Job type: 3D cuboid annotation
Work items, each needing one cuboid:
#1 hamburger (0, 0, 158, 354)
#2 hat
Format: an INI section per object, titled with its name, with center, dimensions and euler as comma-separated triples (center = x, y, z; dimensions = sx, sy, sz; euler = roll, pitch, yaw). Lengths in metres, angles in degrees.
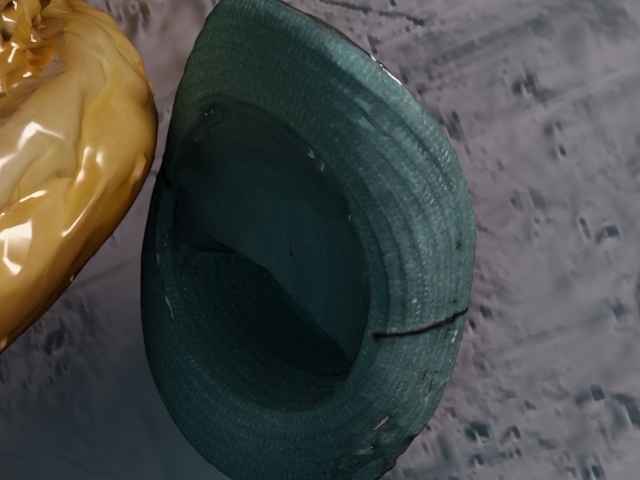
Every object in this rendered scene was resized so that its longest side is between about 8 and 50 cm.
[hamburger]
center = -0.199, -0.013, 0.468
dimensions = 0.319, 0.318, 0.158
euler = -19, 114, 28
[hat]
center = 0.000, 0.000, 0.469
dimensions = 0.138, 0.078, 0.191
euler = 37, 129, 30
